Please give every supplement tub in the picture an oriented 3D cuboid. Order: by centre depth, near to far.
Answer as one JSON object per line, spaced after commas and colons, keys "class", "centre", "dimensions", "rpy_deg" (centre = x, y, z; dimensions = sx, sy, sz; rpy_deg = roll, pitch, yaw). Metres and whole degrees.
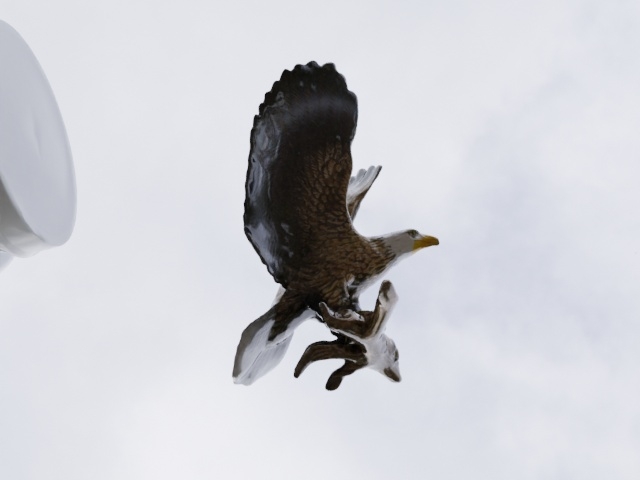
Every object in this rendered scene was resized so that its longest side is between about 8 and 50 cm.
{"class": "supplement tub", "centre": [-0.389, -0.054, 0.647], "dimensions": [0.316, 0.228, 0.228], "rpy_deg": [-13, -96, 1]}

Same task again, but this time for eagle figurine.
{"class": "eagle figurine", "centre": [0.010, 0.000, 0.805], "dimensions": [0.226, 0.225, 0.298], "rpy_deg": [-49, -133, 35]}
